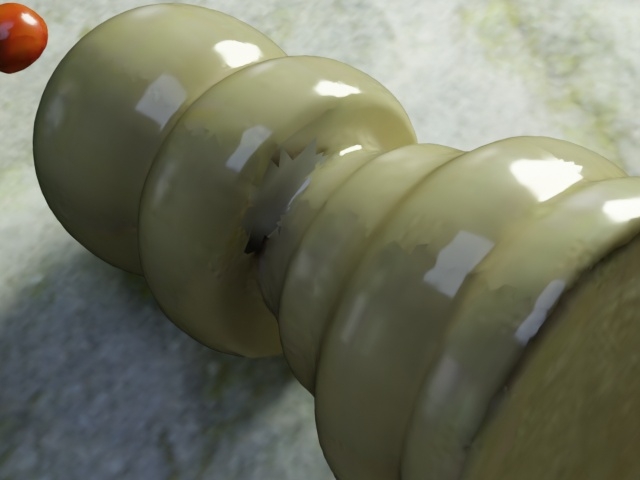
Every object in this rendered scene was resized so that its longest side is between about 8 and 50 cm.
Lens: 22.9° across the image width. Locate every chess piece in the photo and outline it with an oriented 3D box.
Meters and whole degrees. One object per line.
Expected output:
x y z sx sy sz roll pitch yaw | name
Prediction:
0.000 0.000 0.642 0.300 0.167 0.167 30 63 36 | chess piece

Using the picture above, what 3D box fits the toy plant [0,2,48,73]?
-0.263 0.004 0.659 0.279 0.185 0.400 -39 44 23 | toy plant
